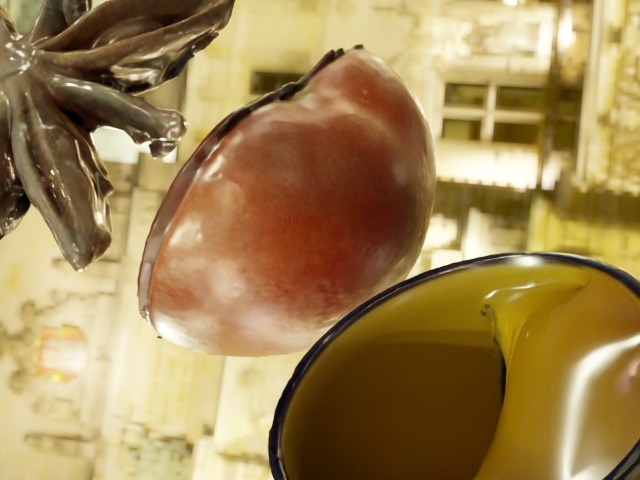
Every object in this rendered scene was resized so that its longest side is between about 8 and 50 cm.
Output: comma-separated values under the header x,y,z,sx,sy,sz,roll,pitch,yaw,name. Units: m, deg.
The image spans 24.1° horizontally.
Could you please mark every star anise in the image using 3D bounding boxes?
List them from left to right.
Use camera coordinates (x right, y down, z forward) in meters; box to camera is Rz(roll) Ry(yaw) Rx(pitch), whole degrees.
x,y,z,sx,sy,sz,roll,pitch,yaw,name
-0.181,-0.075,1.006,0.110,0.198,0.257,62,-138,-61,star anise

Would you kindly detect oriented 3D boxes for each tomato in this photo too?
x,y,z,sx,sy,sz,roll,pitch,yaw,name
0.000,0.000,0.906,0.228,0.112,0.199,-38,-26,-37,tomato

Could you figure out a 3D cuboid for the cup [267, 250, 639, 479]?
x,y,z,sx,sy,sz,roll,pitch,yaw,name
0.086,0.183,0.672,0.255,0.178,0.256,-55,-46,-38,cup
